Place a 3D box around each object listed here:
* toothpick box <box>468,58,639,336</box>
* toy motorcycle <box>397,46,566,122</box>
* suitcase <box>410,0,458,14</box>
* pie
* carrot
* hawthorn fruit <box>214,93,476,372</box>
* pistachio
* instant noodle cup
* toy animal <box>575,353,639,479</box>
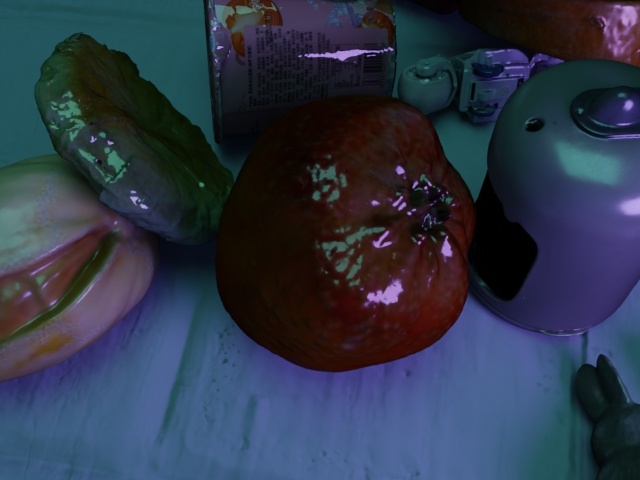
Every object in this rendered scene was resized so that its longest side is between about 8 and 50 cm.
[{"bbox_3d":[0.282,-0.052,0.777,0.229,0.316,0.228,0,60,1],"label":"toothpick box"},{"bbox_3d":[0.227,-0.227,1.015,0.255,0.112,0.112,-8,60,-9],"label":"toy motorcycle"},{"bbox_3d":[0.146,-0.503,1.133,0.297,0.161,0.236,34,66,19],"label":"suitcase"},{"bbox_3d":[-0.206,-0.112,0.847,0.071,0.306,0.306,-36,62,12],"label":"pie"},{"bbox_3d":[0.324,-0.299,0.984,0.259,0.100,0.307,-16,33,-43],"label":"carrot"},{"bbox_3d":[0.000,0.000,0.805,0.330,0.287,0.287,-17,47,45],"label":"hawthorn fruit"},{"bbox_3d":[-0.326,0.026,0.826,0.309,0.229,0.230,-32,64,-15],"label":"pistachio"},{"bbox_3d":[-0.034,-0.254,0.962,0.232,0.243,0.242,-5,60,-8],"label":"instant noodle cup"},{"bbox_3d":[0.329,0.227,0.735,0.108,0.138,0.236,30,45,-15],"label":"toy animal"}]
